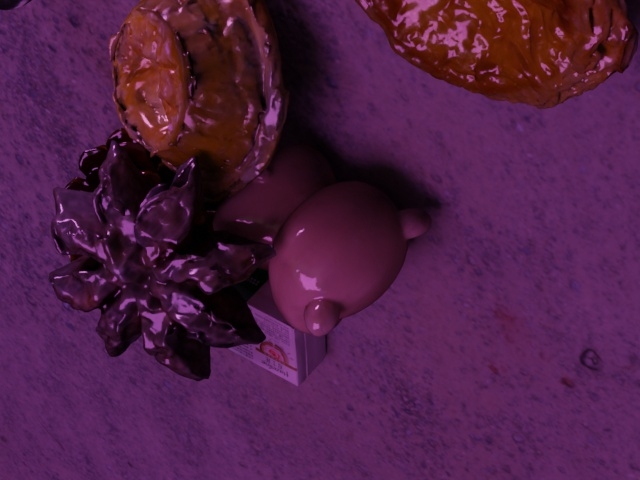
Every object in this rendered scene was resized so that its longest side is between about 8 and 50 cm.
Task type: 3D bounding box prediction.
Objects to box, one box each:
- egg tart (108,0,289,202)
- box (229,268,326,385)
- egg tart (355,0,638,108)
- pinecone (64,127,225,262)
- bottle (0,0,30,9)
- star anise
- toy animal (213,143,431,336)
[{"bbox_3d":[-0.165,-0.195,2.055,0.315,0.120,0.315,20,116,48],"label":"egg tart"},{"bbox_3d":[-0.091,0.105,2.426,0.199,0.081,0.135,29,145,24],"label":"box"},{"bbox_3d":[0.171,-0.280,1.694,0.341,0.129,0.341,26,144,22],"label":"egg tart"},{"bbox_3d":[-0.230,-0.029,2.278,0.264,0.264,0.264,27,143,23],"label":"pinecone"},{"bbox_3d":[-0.439,-0.426,2.214,0.096,0.079,0.253,-18,121,11],"label":"bottle"},{"bbox_3d":[-0.208,0.035,2.076,0.332,0.117,0.332,11,115,25],"label":"star anise"},{"bbox_3d":[-0.007,-0.012,2.114,0.221,0.210,0.229,47,169,-5],"label":"toy animal"}]
